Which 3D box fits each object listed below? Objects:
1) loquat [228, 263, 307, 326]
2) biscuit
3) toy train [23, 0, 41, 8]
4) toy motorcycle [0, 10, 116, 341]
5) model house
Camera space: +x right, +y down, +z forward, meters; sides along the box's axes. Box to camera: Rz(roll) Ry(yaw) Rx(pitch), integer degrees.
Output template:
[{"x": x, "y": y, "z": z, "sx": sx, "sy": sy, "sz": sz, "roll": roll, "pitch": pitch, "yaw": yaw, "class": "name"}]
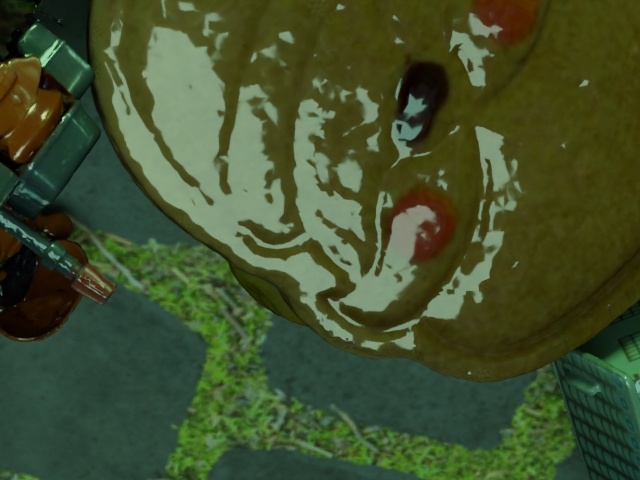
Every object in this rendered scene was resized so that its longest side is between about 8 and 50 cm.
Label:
[{"x": 0.000, "y": 0.000, "z": 1.289, "sx": 0.137, "sy": 0.113, "sz": 0.137, "roll": -5, "pitch": 100, "yaw": -31, "class": "loquat"}, {"x": 0.063, "y": -0.096, "z": 1.198, "sx": 0.455, "sy": 0.078, "sz": 0.350, "roll": 23, "pitch": 96, "yaw": -15, "class": "biscuit"}, {"x": -0.154, "y": -0.294, "z": 1.084, "sx": 0.138, "sy": 0.178, "sz": 0.330, "roll": 27, "pitch": 116, "yaw": -16, "class": "toy train"}, {"x": -0.236, "y": -0.030, "z": 1.199, "sx": 0.221, "sy": 0.148, "sz": 0.325, "roll": 36, "pitch": 152, "yaw": -13, "class": "toy motorcycle"}, {"x": 0.294, "y": 0.123, "z": 1.324, "sx": 0.215, "sy": 0.198, "sz": 0.224, "roll": -19, "pitch": 120, "yaw": 4, "class": "model house"}]
